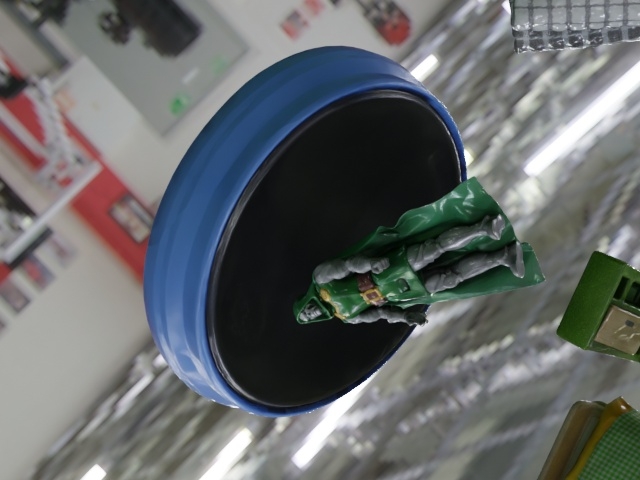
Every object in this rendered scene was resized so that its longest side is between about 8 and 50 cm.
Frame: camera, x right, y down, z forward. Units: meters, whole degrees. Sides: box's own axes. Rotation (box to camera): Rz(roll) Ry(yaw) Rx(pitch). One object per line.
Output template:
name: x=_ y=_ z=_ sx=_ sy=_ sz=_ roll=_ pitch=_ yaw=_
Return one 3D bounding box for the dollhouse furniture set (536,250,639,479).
dollhouse furniture set: x=0.327 y=0.195 z=1.613 sx=0.151 sy=0.197 sz=0.302 roll=20 pitch=95 yaw=-54

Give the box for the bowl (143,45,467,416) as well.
bowl: x=0.000 y=0.000 z=1.591 sx=0.077 sy=0.391 sz=0.391 roll=30 pitch=-112 yaw=39

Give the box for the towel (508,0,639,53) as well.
towel: x=0.282 y=-0.322 z=1.470 sx=0.235 sy=0.284 sz=0.121 roll=-4 pitch=166 yaw=11

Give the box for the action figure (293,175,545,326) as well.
action figure: x=0.074 y=0.033 z=1.467 sx=0.232 sy=0.137 sz=0.063 roll=-20 pitch=-149 yaw=28
